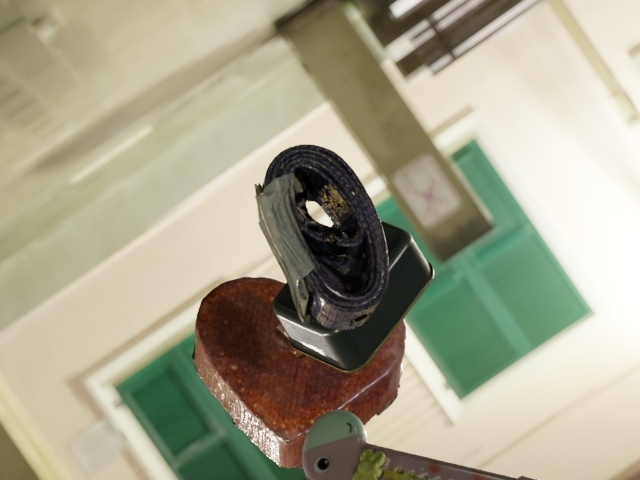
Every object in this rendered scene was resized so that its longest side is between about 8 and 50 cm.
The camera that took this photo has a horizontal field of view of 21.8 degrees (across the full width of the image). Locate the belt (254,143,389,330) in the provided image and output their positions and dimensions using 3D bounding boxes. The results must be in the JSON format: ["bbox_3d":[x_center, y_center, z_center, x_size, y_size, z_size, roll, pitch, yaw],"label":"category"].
[{"bbox_3d":[0.000,0.000,2.088,0.139,0.230,0.126,-22,167,-13],"label":"belt"}]

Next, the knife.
[{"bbox_3d":[0.134,0.298,2.034,0.398,0.132,0.038,10,165,35],"label":"knife"}]

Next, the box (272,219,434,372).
[{"bbox_3d":[0.041,0.064,2.241,0.144,0.090,0.201,23,-115,41],"label":"box"}]

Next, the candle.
[{"bbox_3d":[-0.040,0.184,2.413,0.131,0.317,0.287,92,7,-54],"label":"candle"}]
